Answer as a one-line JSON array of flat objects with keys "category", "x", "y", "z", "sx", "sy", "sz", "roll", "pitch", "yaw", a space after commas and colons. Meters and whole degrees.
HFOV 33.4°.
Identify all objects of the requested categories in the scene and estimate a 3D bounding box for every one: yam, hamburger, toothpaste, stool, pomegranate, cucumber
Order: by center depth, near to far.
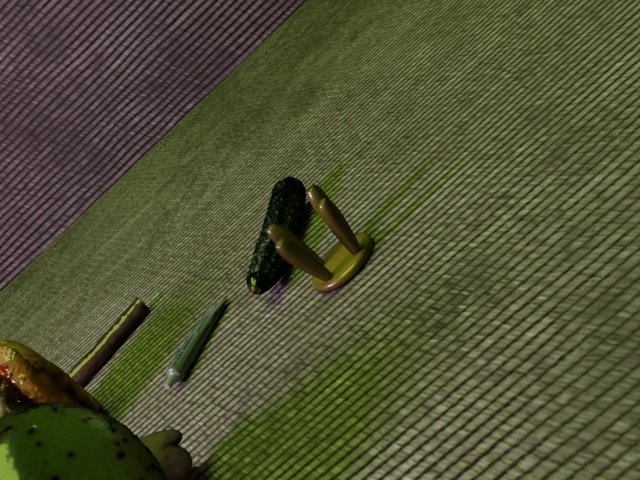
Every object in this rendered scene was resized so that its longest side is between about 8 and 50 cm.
[{"category": "pomegranate", "x": -0.265, "y": 0.321, "z": 1.255, "sx": 0.285, "sy": 0.285, "sz": 0.340, "roll": -30, "pitch": -8, "yaw": 37}, {"category": "stool", "x": 0.000, "y": 0.000, "z": 1.506, "sx": 0.134, "sy": 0.110, "sz": 0.135, "roll": -25, "pitch": 27, "yaw": 45}, {"category": "toothpaste", "x": -0.203, "y": 0.165, "z": 1.709, "sx": 0.048, "sy": 0.029, "sz": 0.197, "roll": -27, "pitch": 24, "yaw": 40}, {"category": "cucumber", "x": -0.070, "y": 0.000, "z": 1.714, "sx": 0.067, "sy": 0.067, "sz": 0.294, "roll": -34, "pitch": 24, "yaw": 29}, {"category": "hamburger", "x": -0.495, "y": 0.276, "z": 1.783, "sx": 0.163, "sy": 0.244, "sz": 0.244, "roll": -55, "pitch": 22, "yaw": -15}, {"category": "yam", "x": -0.445, "y": 0.240, "z": 2.019, "sx": 0.327, "sy": 0.045, "sz": 0.045, "roll": -48, "pitch": -11, "yaw": -11}]
